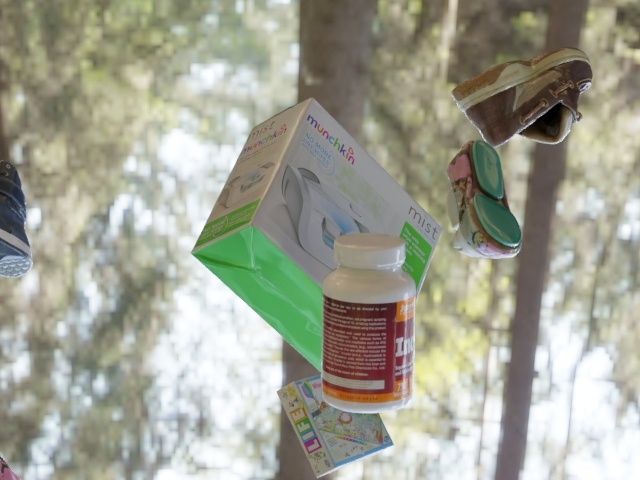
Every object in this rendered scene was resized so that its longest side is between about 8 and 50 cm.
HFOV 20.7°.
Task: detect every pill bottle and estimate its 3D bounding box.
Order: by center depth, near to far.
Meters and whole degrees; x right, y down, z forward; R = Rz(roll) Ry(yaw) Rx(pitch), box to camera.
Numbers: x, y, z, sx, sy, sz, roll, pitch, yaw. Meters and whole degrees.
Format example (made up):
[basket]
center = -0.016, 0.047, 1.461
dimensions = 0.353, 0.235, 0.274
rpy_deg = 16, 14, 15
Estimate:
[pill bottle]
center = 0.044, 0.074, 1.591
dimensions = 0.086, 0.152, 0.086
rpy_deg = 0, -167, 0

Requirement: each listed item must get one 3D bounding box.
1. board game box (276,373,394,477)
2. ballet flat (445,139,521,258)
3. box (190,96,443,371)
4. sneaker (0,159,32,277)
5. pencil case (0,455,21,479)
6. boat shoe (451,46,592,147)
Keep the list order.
[board game box]
center = 0.018, 0.197, 1.930
dimensions = 0.026, 0.103, 0.154
rpy_deg = -30, 169, 25
[ballet flat]
center = 0.182, -0.032, 2.024
dimensions = 0.077, 0.079, 0.221
rpy_deg = 28, -150, -22
[box]
center = 0.000, 0.000, 2.186
dimensions = 0.126, 0.262, 0.231
rpy_deg = -24, -149, 43
[sneaker]
center = -0.500, -0.063, 2.492
dimensions = 0.086, 0.226, 0.163
rpy_deg = -26, -131, 19
[pencil case]
center = -0.466, 0.246, 1.929
dimensions = 0.167, 0.386, 0.160
rpy_deg = -30, -163, 52
[boat shoe]
center = 0.306, -0.191, 2.481
dimensions = 0.123, 0.123, 0.342
rpy_deg = -29, 174, 30
